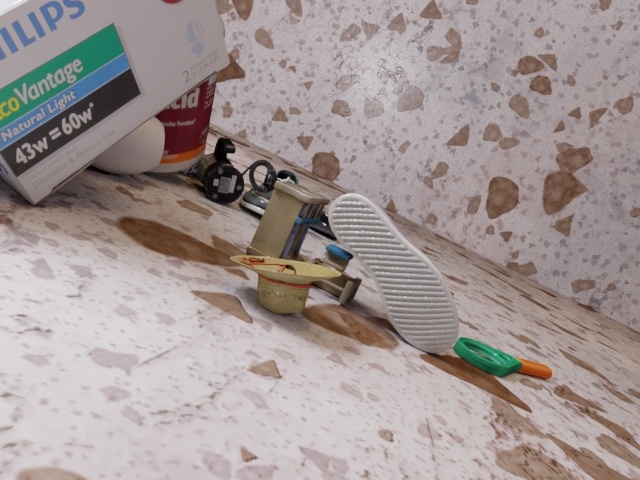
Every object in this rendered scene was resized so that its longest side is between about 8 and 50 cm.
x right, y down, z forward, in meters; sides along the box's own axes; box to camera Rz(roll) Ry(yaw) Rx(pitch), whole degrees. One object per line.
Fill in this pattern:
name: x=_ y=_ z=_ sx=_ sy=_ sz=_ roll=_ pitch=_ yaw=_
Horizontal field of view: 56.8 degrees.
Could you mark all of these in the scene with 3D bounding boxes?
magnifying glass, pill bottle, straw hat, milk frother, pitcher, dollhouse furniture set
magnifying glass: x=0.319 y=0.209 z=1.015 sx=0.230 sy=0.026 sz=0.092 roll=17 pitch=13 yaw=-33
pill bottle: x=-0.309 y=-0.351 z=1.151 sx=0.223 sy=0.392 sz=0.224 roll=12 pitch=36 yaw=-9
straw hat: x=-0.048 y=0.061 z=0.762 sx=0.144 sy=0.061 sz=0.144 roll=9 pitch=4 yaw=-1
milk frother: x=-0.184 y=-0.143 z=1.297 sx=0.143 sy=0.129 sz=0.135 roll=28 pitch=9 yaw=-26
pitcher: x=-0.399 y=-0.190 z=1.059 sx=0.207 sy=0.126 sz=0.177 roll=5 pitch=12 yaw=-30
dollhouse furniture set: x=0.000 y=0.000 z=0.993 sx=0.183 sy=0.130 sz=0.129 roll=27 pitch=10 yaw=14

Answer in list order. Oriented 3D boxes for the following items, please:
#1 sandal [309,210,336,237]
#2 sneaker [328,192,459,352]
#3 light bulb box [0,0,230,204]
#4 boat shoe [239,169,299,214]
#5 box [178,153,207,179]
sandal: x=0.002 y=-0.064 z=1.539 sx=0.097 sy=0.055 sz=0.254 roll=23 pitch=10 yaw=-13
sneaker: x=0.126 y=0.040 z=0.948 sx=0.282 sy=0.102 sz=0.161 roll=57 pitch=9 yaw=2
light bulb box: x=-0.384 y=-0.297 z=0.798 sx=0.361 sy=0.358 sz=0.225 roll=31 pitch=-29 yaw=28
boat shoe: x=-0.110 y=-0.116 z=1.405 sx=0.116 sy=0.099 sz=0.319 roll=27 pitch=11 yaw=0
box: x=-0.316 y=-0.186 z=1.375 sx=0.168 sy=0.059 sz=0.054 roll=17 pitch=14 yaw=-41
